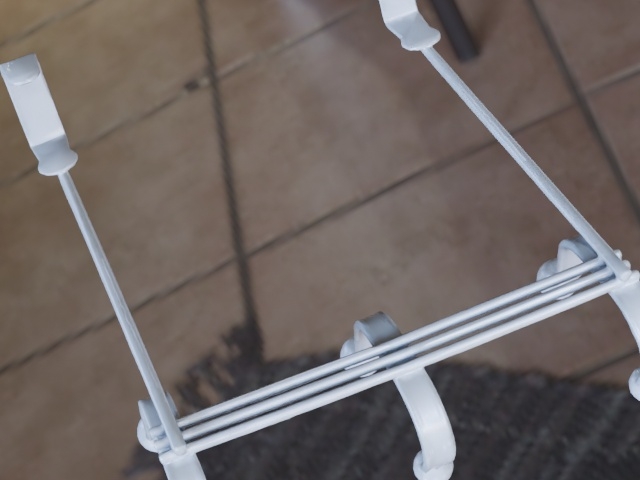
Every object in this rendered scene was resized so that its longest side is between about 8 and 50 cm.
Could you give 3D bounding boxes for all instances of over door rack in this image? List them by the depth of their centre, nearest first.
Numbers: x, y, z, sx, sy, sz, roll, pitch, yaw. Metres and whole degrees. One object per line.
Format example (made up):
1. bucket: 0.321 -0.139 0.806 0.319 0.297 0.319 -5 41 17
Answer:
1. over door rack: 0.000 0.000 0.881 0.239 0.108 0.324 -20 47 -9
